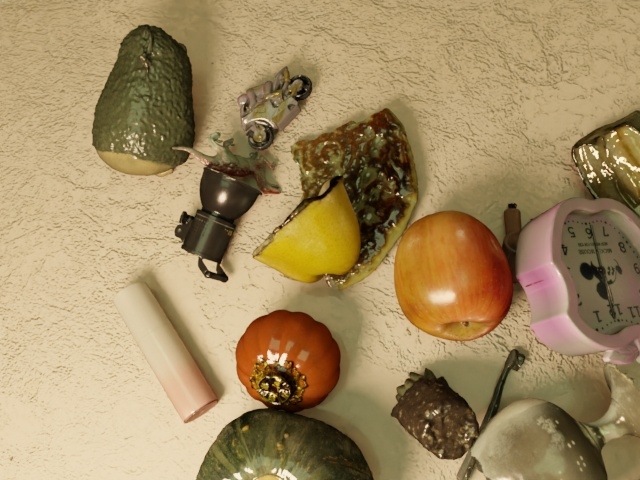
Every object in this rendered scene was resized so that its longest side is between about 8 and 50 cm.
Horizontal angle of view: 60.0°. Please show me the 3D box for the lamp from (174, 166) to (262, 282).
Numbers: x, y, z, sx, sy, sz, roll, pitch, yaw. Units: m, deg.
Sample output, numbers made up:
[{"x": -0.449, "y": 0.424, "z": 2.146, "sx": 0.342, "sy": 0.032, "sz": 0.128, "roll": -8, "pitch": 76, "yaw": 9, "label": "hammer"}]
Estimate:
[{"x": -0.254, "y": -0.040, "z": 1.289, "sx": 0.172, "sy": 0.147, "sz": 0.227, "roll": 23, "pitch": 87, "yaw": 27, "label": "lamp"}]

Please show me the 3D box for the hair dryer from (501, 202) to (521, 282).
[{"x": 0.418, "y": -0.008, "z": 1.198, "sx": 0.064, "sy": 0.117, "sz": 0.181, "roll": 4, "pitch": 52, "yaw": 11, "label": "hair dryer"}]

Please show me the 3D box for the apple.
[{"x": 0.269, "y": 0.069, "z": 1.120, "sx": 0.242, "sy": 0.242, "sz": 0.240, "roll": -5, "pitch": 59, "yaw": 7, "label": "apple"}]

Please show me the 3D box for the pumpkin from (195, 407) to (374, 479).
[{"x": -0.064, "y": 0.475, "z": 1.049, "sx": 0.328, "sy": 0.257, "sz": 0.291, "roll": 24, "pitch": 90, "yaw": 7, "label": "pumpkin"}]

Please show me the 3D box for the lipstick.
[{"x": -0.350, "y": 0.246, "z": 1.242, "sx": 0.087, "sy": 0.087, "sz": 0.326, "roll": -37, "pitch": 73, "yaw": -2, "label": "lipstick"}]

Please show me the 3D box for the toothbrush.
[{"x": 0.348, "y": 0.362, "z": 1.136, "sx": 0.031, "sy": 0.030, "sz": 0.297, "roll": 27, "pitch": 80, "yaw": 4, "label": "toothbrush"}]

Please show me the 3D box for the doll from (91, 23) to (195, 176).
[{"x": -0.412, "y": -0.329, "z": 1.332, "sx": 0.248, "sy": 0.247, "sz": 0.349, "roll": 10, "pitch": 97, "yaw": 11, "label": "doll"}]

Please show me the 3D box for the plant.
[{"x": 0.222, "y": 0.340, "z": 1.085, "sx": 0.129, "sy": 0.194, "sz": 0.132, "roll": -43, "pitch": 99, "yaw": -2, "label": "plant"}]

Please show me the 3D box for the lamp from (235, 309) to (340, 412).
[{"x": -0.067, "y": 0.249, "z": 1.142, "sx": 0.223, "sy": 0.196, "sz": 0.223, "roll": 5, "pitch": 116, "yaw": 11, "label": "lamp"}]

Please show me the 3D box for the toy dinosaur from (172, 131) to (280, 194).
[{"x": -0.220, "y": -0.182, "z": 1.307, "sx": 0.242, "sy": 0.053, "sz": 0.167, "roll": -1, "pitch": 64, "yaw": -32, "label": "toy dinosaur"}]

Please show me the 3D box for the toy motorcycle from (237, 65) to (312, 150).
[{"x": -0.131, "y": -0.336, "z": 1.370, "sx": 0.152, "sy": 0.073, "sz": 0.225, "roll": 34, "pitch": 83, "yaw": 18, "label": "toy motorcycle"}]

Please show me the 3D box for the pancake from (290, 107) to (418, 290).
[{"x": 0.075, "y": -0.094, "z": 1.291, "sx": 0.305, "sy": 0.067, "sz": 0.426, "roll": -4, "pitch": 76, "yaw": 15, "label": "pancake"}]

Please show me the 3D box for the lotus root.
[{"x": 0.699, "y": -0.132, "z": 1.165, "sx": 0.210, "sy": 0.142, "sz": 0.314, "roll": -44, "pitch": 75, "yaw": 35, "label": "lotus root"}]

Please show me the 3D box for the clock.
[{"x": 0.534, "y": 0.082, "z": 1.066, "sx": 0.339, "sy": 0.102, "sz": 0.338, "roll": 9, "pitch": 65, "yaw": -21, "label": "clock"}]

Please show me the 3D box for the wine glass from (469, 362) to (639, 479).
[{"x": 0.449, "y": 0.384, "z": 1.016, "sx": 0.323, "sy": 0.238, "sz": 0.238, "roll": -27, "pitch": 73, "yaw": 4, "label": "wine glass"}]

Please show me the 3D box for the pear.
[{"x": -0.001, "y": 0.001, "z": 1.168, "sx": 0.178, "sy": 0.267, "sz": 0.267, "roll": 45, "pitch": 85, "yaw": -6, "label": "pear"}]
